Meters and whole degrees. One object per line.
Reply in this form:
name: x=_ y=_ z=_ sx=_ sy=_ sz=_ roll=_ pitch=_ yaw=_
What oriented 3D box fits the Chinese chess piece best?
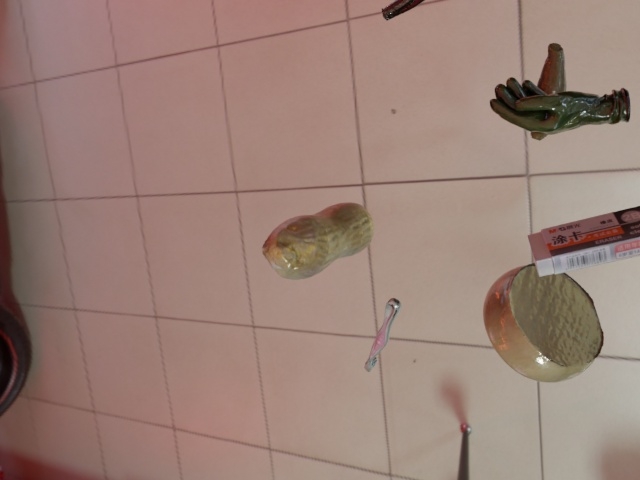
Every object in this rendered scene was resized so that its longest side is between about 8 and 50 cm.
Chinese chess piece: x=0.461 y=0.169 z=1.258 sx=0.249 sy=0.250 sz=0.103 roll=50 pitch=143 yaw=11

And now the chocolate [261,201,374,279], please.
chocolate: x=0.000 y=0.000 z=1.276 sx=0.134 sy=0.309 sz=0.134 roll=13 pitch=112 yaw=36

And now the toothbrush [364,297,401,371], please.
toothbrush: x=0.075 y=0.123 z=0.750 sx=0.017 sy=0.022 sz=0.204 roll=39 pitch=153 yaw=18

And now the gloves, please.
gloves: x=0.478 y=-0.266 z=1.218 sx=0.268 sy=0.135 sz=0.107 roll=11 pitch=98 yaw=17

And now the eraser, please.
eraser: x=0.284 y=0.002 z=0.632 sx=0.122 sy=0.052 sz=0.029 roll=-14 pitch=122 yaw=16

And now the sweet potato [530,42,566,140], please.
sweet potato: x=0.612 y=-0.391 z=1.639 sx=0.085 sy=0.112 sz=0.285 roll=-16 pitch=134 yaw=-1

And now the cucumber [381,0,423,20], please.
cucumber: x=0.184 y=-0.514 z=1.311 sx=0.135 sy=0.034 sz=0.033 roll=-14 pitch=116 yaw=44
